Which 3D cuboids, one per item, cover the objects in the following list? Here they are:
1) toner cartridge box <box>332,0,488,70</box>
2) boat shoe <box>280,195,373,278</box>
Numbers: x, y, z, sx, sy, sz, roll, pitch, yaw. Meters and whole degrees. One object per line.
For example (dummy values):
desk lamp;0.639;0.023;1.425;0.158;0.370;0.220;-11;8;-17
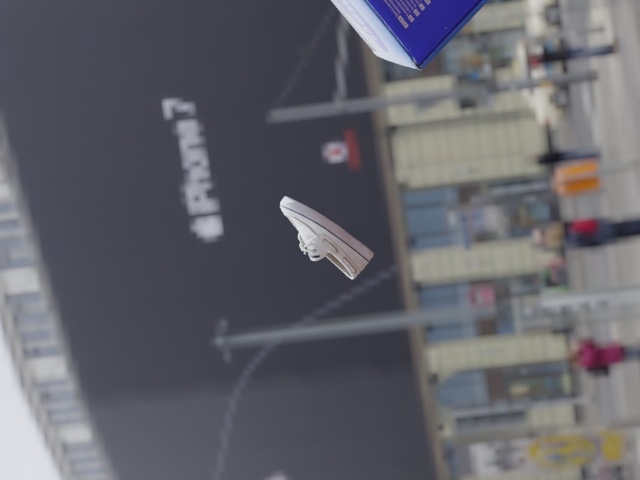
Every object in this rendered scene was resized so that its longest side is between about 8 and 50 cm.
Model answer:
toner cartridge box;0.010;-0.300;1.321;0.348;0.165;0.075;49;171;-28
boat shoe;0.000;0.000;1.581;0.100;0.035;0.035;36;174;-34
